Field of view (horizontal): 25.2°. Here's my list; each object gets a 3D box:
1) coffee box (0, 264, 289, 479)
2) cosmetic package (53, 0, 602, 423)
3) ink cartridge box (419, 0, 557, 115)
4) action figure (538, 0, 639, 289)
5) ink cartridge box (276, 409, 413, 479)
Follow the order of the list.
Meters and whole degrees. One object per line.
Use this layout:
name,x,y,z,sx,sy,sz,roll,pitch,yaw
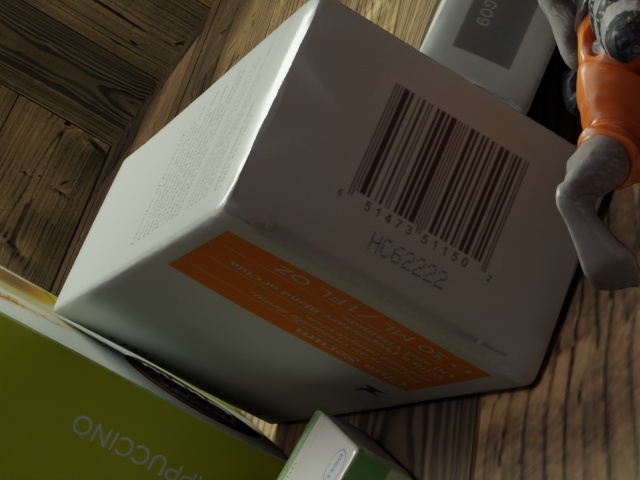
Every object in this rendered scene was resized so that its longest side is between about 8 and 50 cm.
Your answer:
coffee box,-0.276,0.228,1.255,0.338,0.337,0.334,-60,16,-3
cosmetic package,-0.020,0.007,1.054,0.161,0.230,0.453,-66,15,-18
ink cartridge box,0.141,-0.163,1.150,0.385,0.091,0.308,101,-167,-69
action figure,0.210,-0.178,0.777,0.341,0.178,0.330,-52,26,30
ink cartridge box,0.003,0.218,0.929,0.171,0.056,0.235,-60,13,-1
